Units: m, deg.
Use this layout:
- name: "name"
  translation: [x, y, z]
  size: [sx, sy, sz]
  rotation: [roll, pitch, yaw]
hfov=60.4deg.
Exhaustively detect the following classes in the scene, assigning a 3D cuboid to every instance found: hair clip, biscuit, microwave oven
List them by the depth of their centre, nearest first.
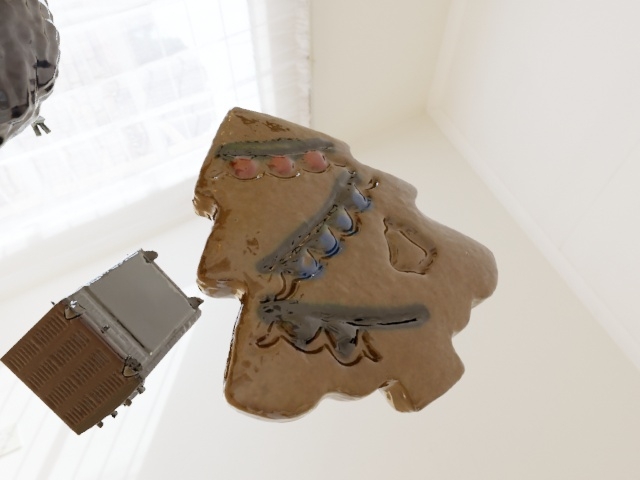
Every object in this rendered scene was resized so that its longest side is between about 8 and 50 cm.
- name: "biscuit"
  translation: [0.001, -0.001, 0.444]
  size: [0.301, 0.278, 0.043]
  rotation: [51, -36, 15]
- name: "microwave oven"
  translation: [-0.329, 0.154, 0.885]
  size: [0.188, 0.178, 0.247]
  rotation: [46, 20, -5]
- name: "hair clip"
  translation: [-0.551, -0.251, 1.034]
  size: [0.115, 0.030, 0.039]
  rotation: [49, -45, 5]

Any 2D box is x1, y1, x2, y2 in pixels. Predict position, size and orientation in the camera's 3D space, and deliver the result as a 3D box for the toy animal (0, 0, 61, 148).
- name: "toy animal"
  translation: [-0.220, -0.095, 0.309]
  size: [0.185, 0.122, 0.298]
  rotation: [-43, -132, 38]
